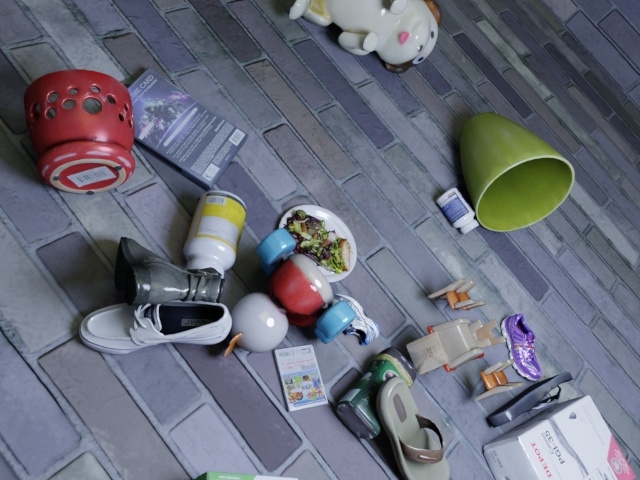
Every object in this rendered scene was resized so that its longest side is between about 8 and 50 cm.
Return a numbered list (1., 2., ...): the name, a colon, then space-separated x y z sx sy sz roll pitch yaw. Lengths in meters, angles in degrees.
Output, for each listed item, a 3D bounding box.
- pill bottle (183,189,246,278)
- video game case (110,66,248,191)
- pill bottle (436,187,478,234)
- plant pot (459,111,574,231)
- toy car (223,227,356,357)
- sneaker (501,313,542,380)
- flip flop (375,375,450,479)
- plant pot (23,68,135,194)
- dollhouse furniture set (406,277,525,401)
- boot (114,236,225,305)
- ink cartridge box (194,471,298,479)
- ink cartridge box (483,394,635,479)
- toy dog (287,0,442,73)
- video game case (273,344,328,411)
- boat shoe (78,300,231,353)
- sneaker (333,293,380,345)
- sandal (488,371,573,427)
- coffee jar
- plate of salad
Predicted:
1. pill bottle: -0.213 -0.002 1.155 0.103 0.103 0.184 21 54 -18
2. video game case: -0.317 -0.251 1.297 0.274 0.026 0.196 33 50 -8
3. pill bottle: 0.372 -0.077 1.571 0.067 0.067 0.120 -25 76 -38
4. plant pot: 0.514 -0.223 1.644 0.275 0.275 0.293 9 43 -26
5. toy car: -0.094 0.142 1.118 0.238 0.210 0.219 -38 80 -12
6. sneaker: 0.505 0.262 1.441 0.068 0.071 0.170 -4 65 -32
7. flip flop: 0.194 0.381 1.130 0.112 0.080 0.277 -44 118 -43
8. plant pot: -0.441 -0.194 1.081 0.191 0.191 0.174 -1 66 -31
9. dollhouse furniture set: 0.312 0.231 1.303 0.259 0.135 0.262 11 53 -57
10. boot: -0.269 0.062 1.027 0.161 0.246 0.083 5 104 -29
11. ink cartridge box: -0.124 0.489 0.913 0.160 0.092 0.219 15 56 -22
12. ink cartridge box: 0.527 0.493 1.282 0.283 0.117 0.207 -12 69 -36
13. toy dog: 0.150 -0.657 1.698 0.408 0.284 0.395 32 14 -9
14. video game case: -0.040 0.270 1.151 0.087 0.011 0.122 -2 63 -32
15. boat shoe: -0.284 0.134 1.000 0.258 0.084 0.095 -6 61 -11
16. sneaker: 0.069 0.171 1.252 0.135 0.052 0.058 43 54 0
17. sandal: 0.492 0.378 1.354 0.254 0.097 0.054 -21 73 -27
18. coffee jar: 0.117 0.304 1.179 0.096 0.079 0.184 50 51 -2
19. plate of salad: 0.000 0.000 1.316 0.200 0.048 0.200 14 56 -23
